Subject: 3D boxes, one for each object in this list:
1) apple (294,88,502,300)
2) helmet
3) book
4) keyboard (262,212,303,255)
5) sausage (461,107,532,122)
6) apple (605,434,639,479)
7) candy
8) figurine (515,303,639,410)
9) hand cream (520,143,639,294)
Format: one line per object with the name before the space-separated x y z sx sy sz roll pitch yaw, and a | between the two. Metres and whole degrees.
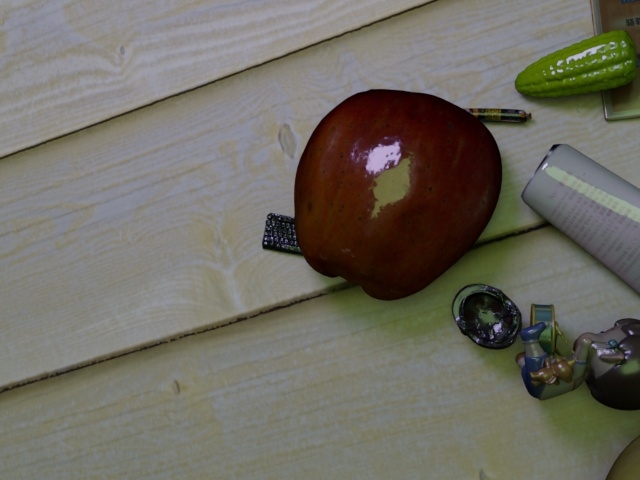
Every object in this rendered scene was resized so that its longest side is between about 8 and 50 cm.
apple | 0.123 -0.084 1.293 0.328 0.295 0.365 20 82 47
helmet | 0.284 0.134 1.254 0.123 0.070 0.098 41 84 26
book | 0.576 -0.336 1.299 0.170 0.018 0.242 -6 78 14
keyboard | 0.000 0.000 1.378 0.231 0.023 0.072 11 84 16
sausage | 0.284 -0.228 1.347 0.198 0.025 0.028 4 39 16
apple | 0.536 0.404 1.029 0.292 0.292 0.254 36 118 18
candy | 0.442 -0.296 1.284 0.209 0.096 0.097 -10 76 29
figurine | 0.451 0.183 1.163 0.275 0.161 0.158 5 65 11
hand cream | 0.497 -0.018 1.200 0.358 0.118 0.186 40 134 18
